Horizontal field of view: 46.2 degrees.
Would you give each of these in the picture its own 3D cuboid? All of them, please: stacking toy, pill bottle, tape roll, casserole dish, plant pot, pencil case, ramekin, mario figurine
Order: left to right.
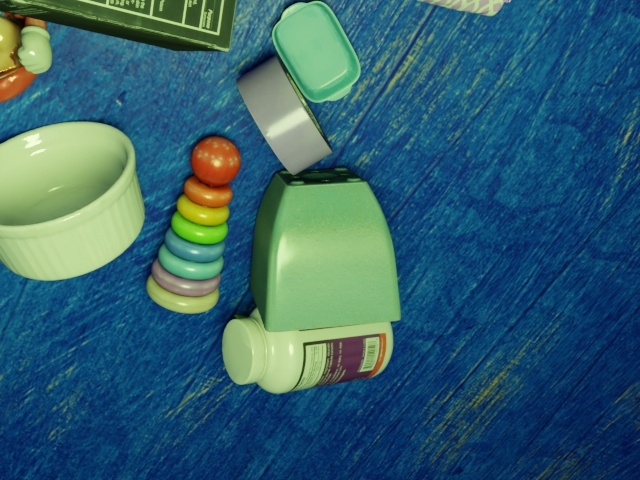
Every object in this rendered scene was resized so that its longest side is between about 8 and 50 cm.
[{"bbox_3d":[-0.477,-0.348,1.068,0.170,0.198,0.320,-4,120,-29],"label":"mario figurine"},{"bbox_3d":[-0.422,-0.063,1.224,0.277,0.277,0.135,-14,132,-5],"label":"ramekin"},{"bbox_3d":[-0.225,-0.035,1.379,0.141,0.141,0.330,8,115,-19],"label":"stacking toy"},{"bbox_3d":[-0.059,-0.209,1.261,0.080,0.189,0.189,-29,125,6],"label":"tape roll"},{"bbox_3d":[-0.025,0.204,1.500,0.323,0.181,0.181,-2,125,-34],"label":"pill bottle"},{"bbox_3d":[-0.008,-0.326,1.288,0.114,0.037,0.188,-30,124,6],"label":"casserole dish"},{"bbox_3d":[0.000,0.000,1.390,0.248,0.247,0.252,-4,107,-11],"label":"plant pot"},{"bbox_3d":[0.216,-0.428,1.245,0.206,0.088,0.086,5,119,-16],"label":"pencil case"}]

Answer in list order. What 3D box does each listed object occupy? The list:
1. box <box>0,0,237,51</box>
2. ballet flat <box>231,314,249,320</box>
[{"bbox_3d":[-0.262,-0.419,0.977,0.294,0.183,0.296,4,99,-37],"label":"box"},{"bbox_3d":[-0.114,0.220,1.613,0.077,0.077,0.231,-38,129,-14],"label":"ballet flat"}]
